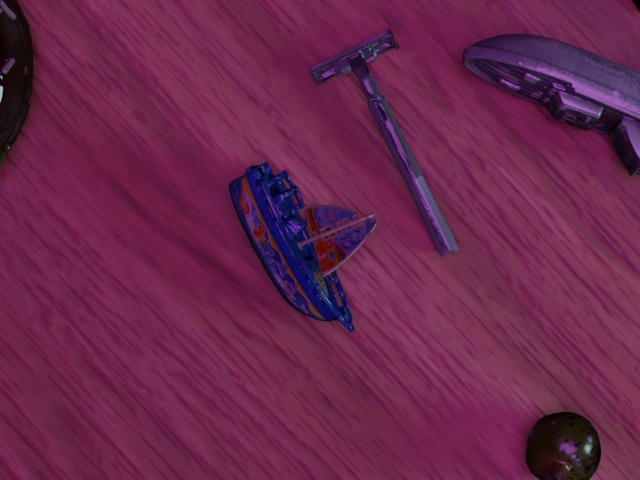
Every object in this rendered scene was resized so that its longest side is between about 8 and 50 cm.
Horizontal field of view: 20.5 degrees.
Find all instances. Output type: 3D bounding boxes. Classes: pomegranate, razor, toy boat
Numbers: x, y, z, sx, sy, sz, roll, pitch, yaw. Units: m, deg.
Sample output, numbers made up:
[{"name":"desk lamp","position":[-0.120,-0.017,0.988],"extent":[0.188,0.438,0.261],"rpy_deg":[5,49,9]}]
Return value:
[{"name":"pomegranate","position":[0.219,0.190,1.586],"extent":[0.073,0.084,0.073],"rpy_deg":[0,100,1]},{"name":"razor","position":[0.074,-0.082,1.618],"extent":[0.084,0.036,0.211],"rpy_deg":[-26,88,2]},{"name":"toy boat","position":[0.249,-0.119,1.595],"extent":[0.260,0.078,0.085],"rpy_deg":[23,75,-1]},{"name":"toy boat","position":[0.000,0.000,1.589],"extent":[0.110,0.091,0.175],"rpy_deg":[-25,93,17]}]

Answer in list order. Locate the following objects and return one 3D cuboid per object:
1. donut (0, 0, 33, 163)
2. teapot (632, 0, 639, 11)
[{"name":"donut","position":[-0.390,-0.154,1.592],"extent":[0.269,0.103,0.270],"rpy_deg":[0,90,-1]},{"name":"teapot","position":[0.302,-0.278,1.589],"extent":[0.087,0.096,0.177],"rpy_deg":[-33,89,0]}]
